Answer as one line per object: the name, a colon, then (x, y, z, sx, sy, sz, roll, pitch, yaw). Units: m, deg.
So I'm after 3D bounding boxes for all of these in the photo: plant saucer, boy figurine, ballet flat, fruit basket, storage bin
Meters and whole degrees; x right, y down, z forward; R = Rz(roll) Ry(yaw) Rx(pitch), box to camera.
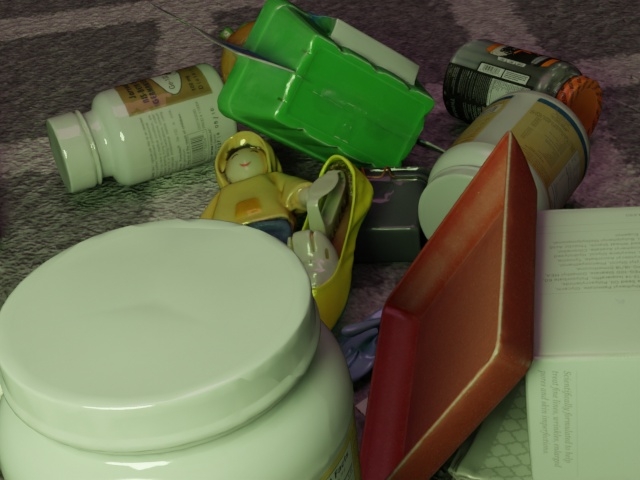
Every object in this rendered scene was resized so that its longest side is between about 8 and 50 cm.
plant saucer: (0.112, 0.078, 0.974, 0.048, 0.258, 0.259, 23, 43, -9)
boy figurine: (-0.076, -0.033, 1.349, 0.177, 0.092, 0.285, -20, 34, 14)
ballet flat: (0.000, 0.000, 1.213, 0.077, 0.077, 0.231, -3, 46, 25)
fruit basket: (-0.024, -0.213, 1.453, 0.327, 0.165, 0.353, 24, 13, -30)
storage bin: (0.066, -0.029, 1.335, 0.135, 0.098, 0.091, -1, 44, 9)

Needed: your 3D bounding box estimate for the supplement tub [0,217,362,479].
supplement tub: (-0.089, 0.177, 0.819, 0.241, 0.331, 0.241, -5, 33, 3)

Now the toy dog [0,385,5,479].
toy dog: (-0.309, 0.194, 0.977, 0.334, 0.161, 0.220, -22, 42, -18)

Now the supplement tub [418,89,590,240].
supplement tub: (0.209, -0.069, 1.312, 0.144, 0.144, 0.199, 14, 38, 28)

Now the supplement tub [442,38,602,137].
supplement tub: (0.265, -0.191, 1.516, 0.190, 0.117, 0.117, 25, 44, 39)

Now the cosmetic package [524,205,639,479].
cosmetic package: (0.248, 0.085, 0.961, 0.151, 0.151, 0.183, -2, 39, 12)

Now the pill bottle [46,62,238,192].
pill bottle: (-0.236, -0.144, 1.524, 0.229, 0.131, 0.131, -19, 35, -18)

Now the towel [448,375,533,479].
towel: (0.313, 0.153, 1.039, 0.317, 0.053, 0.332, 10, 37, 24)

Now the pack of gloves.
pack of gloves: (0.107, 0.083, 1.141, 0.232, 0.046, 0.195, -33, 28, -22)
